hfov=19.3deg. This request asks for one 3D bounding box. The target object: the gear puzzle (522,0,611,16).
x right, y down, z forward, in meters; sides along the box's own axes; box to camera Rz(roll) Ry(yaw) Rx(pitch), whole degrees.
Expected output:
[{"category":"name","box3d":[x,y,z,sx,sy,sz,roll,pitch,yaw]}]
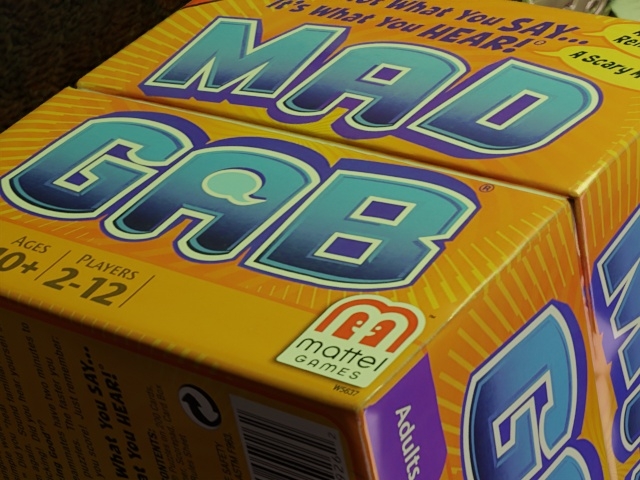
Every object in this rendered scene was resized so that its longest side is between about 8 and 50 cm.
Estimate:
[{"category":"gear puzzle","box3d":[0.210,-0.199,1.810,0.175,0.044,0.339,-24,143,-41]}]

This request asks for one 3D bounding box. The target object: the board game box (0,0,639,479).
[{"category":"board game box","box3d":[0.018,0.088,1.114,0.356,0.356,0.357,-42,132,-37]}]

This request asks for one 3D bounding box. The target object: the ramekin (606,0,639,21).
[{"category":"ramekin","box3d":[0.320,-0.160,1.909,0.109,0.207,0.207,-1,136,-21]}]

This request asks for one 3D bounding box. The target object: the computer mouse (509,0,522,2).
[{"category":"computer mouse","box3d":[0.105,-0.120,1.564,0.188,0.072,0.272,-44,167,-44]}]
